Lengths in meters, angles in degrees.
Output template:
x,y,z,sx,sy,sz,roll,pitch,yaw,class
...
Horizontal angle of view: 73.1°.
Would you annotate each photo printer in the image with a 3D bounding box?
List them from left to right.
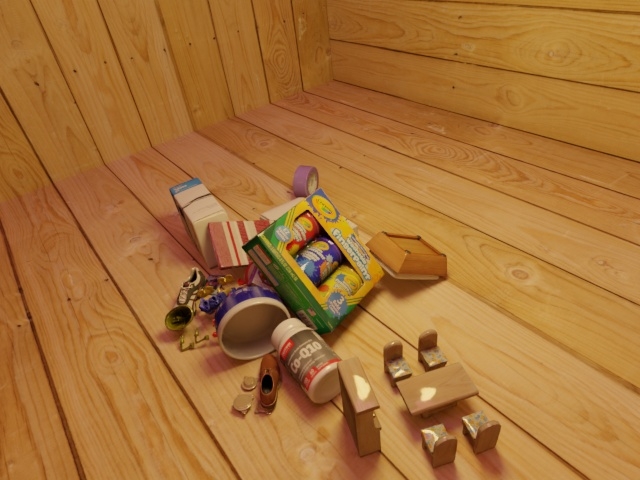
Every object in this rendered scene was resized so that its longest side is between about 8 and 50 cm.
x,y,z,sx,sy,sz,roll,pitch,yaw,class
-0.117,-0.113,2.203,0.308,0.107,0.256,-26,38,-28,photo printer

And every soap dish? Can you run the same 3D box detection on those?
x,y,z,sx,sy,sz,roll,pitch,yaw,class
0.366,0.061,1.801,0.291,0.118,0.229,6,26,-35,soap dish

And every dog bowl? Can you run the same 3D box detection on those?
x,y,z,sx,sy,sz,roll,pitch,yaw,class
-0.247,0.300,1.570,0.265,0.264,0.104,-19,37,-15,dog bowl

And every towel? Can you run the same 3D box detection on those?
x,y,z,sx,sy,sz,roll,pitch,yaw,class
-0.324,0.012,1.949,0.329,0.037,0.237,-4,61,-32,towel

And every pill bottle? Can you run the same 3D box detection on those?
x,y,z,sx,sy,sz,roll,pitch,yaw,class
-0.045,0.402,1.484,0.161,0.161,0.283,-28,41,-24,pill bottle

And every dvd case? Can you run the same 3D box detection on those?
x,y,z,sx,sy,sz,roll,pitch,yaw,class
-0.486,0.200,1.951,0.087,0.013,0.119,2,38,13,dvd case

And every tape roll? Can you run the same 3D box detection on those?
x,y,z,sx,sy,sz,roll,pitch,yaw,class
-0.080,-0.324,2.418,0.080,0.188,0.189,8,40,19,tape roll

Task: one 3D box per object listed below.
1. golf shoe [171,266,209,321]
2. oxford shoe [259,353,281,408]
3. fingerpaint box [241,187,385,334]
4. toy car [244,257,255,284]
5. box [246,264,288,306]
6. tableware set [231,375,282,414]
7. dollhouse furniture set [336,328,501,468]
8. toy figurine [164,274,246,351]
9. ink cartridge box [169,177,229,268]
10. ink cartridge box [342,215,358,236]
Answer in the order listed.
x,y,z,sx,sy,sz,roll,pitch,yaw,class
-0.571,0.239,1.823,0.105,0.120,0.272,4,46,13,golf shoe
-0.175,0.461,1.478,0.076,0.076,0.212,-6,33,-5,oxford shoe
-0.014,0.078,1.679,0.371,0.444,0.163,-40,6,-36,fingerpaint box
-0.257,0.156,1.841,0.210,0.219,0.238,2,-8,-37,toy car
-0.125,0.152,1.719,0.057,0.293,0.200,-30,35,52,box
-0.215,0.522,1.474,0.141,0.020,0.168,6,36,9,tableware set
0.269,0.448,1.289,0.394,0.256,0.362,-15,38,-9,dollhouse furniture set
-0.415,0.283,1.757,0.363,0.191,0.217,-31,-6,8,toy figurine
-0.574,-0.092,2.124,0.166,0.285,0.395,-26,40,-20,ink cartridge box
0.122,-0.050,2.097,0.056,0.099,0.135,-28,41,-23,ink cartridge box
